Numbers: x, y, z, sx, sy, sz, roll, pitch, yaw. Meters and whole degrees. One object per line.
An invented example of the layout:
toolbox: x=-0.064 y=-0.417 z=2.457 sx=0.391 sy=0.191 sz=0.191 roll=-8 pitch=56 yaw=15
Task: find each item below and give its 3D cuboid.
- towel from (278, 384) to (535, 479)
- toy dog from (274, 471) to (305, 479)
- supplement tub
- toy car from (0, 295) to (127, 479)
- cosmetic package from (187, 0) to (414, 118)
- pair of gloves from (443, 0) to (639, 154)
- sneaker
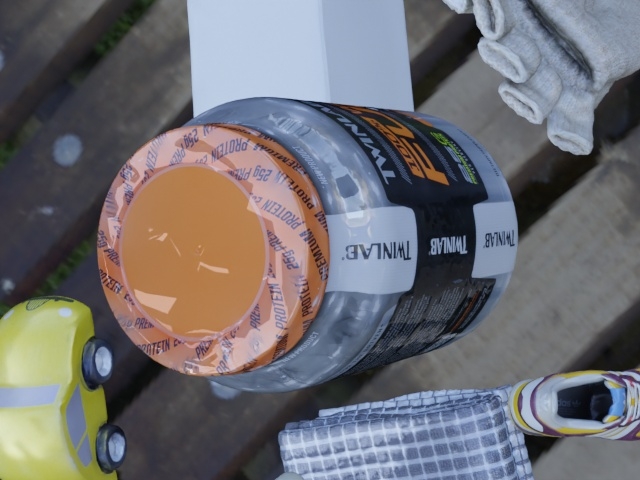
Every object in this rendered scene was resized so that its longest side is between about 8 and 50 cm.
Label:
towel: x=0.096 y=0.295 z=1.502 sx=0.284 sy=0.121 sz=0.235 roll=-13 pitch=95 yaw=23
toy dog: x=-0.087 y=0.421 z=1.304 sx=0.285 sy=0.408 sz=0.395 roll=-1 pitch=82 yaw=-2
supplement tub: x=0.000 y=0.000 z=0.940 sx=0.194 sy=0.316 sz=0.193 roll=2 pitch=94 yaw=27
toy car: x=-0.136 y=0.174 z=0.656 sx=0.225 sy=0.053 sz=0.239 roll=-40 pitch=85 yaw=23
cosmetic package: x=-0.009 y=-0.093 z=1.336 sx=0.156 sy=0.217 sz=0.385 roll=-12 pitch=75 yaw=25
pair of gloves: x=0.063 y=-0.164 z=0.653 sx=0.042 sy=0.240 sz=0.204 roll=-44 pitch=12 yaw=38
sneaker: x=0.267 y=0.150 z=1.225 sx=0.185 sy=0.084 sz=0.069 roll=-3 pitch=83 yaw=-20
